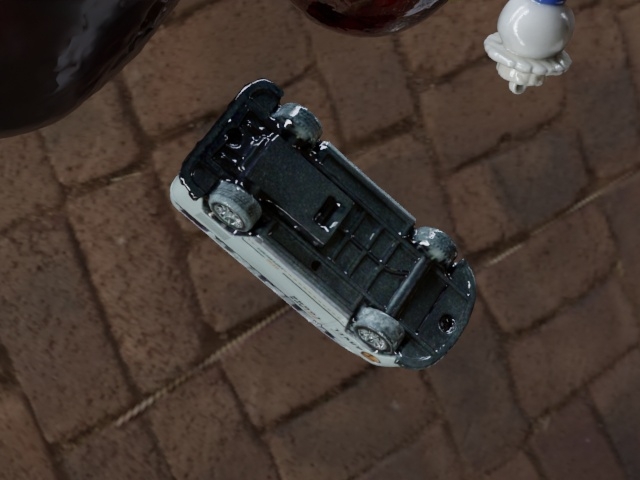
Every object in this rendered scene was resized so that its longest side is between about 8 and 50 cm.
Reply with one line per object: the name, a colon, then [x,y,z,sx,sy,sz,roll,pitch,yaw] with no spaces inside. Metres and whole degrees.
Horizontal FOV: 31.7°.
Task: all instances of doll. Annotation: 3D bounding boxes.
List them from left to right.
doll: [0.290,-0.318,1.424,0.138,0.119,0.293,-21,136,-41]

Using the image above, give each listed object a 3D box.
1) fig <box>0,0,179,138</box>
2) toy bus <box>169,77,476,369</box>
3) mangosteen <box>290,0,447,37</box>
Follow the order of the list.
fig: [-0.148,-0.163,0.513,0.214,0.235,0.235,43,74,-29]
toy bus: [0.000,0.000,0.679,0.194,0.089,0.087,40,66,-12]
mangosteen: [0.041,-0.164,0.562,0.140,0.140,0.140,-4,98,-30]
